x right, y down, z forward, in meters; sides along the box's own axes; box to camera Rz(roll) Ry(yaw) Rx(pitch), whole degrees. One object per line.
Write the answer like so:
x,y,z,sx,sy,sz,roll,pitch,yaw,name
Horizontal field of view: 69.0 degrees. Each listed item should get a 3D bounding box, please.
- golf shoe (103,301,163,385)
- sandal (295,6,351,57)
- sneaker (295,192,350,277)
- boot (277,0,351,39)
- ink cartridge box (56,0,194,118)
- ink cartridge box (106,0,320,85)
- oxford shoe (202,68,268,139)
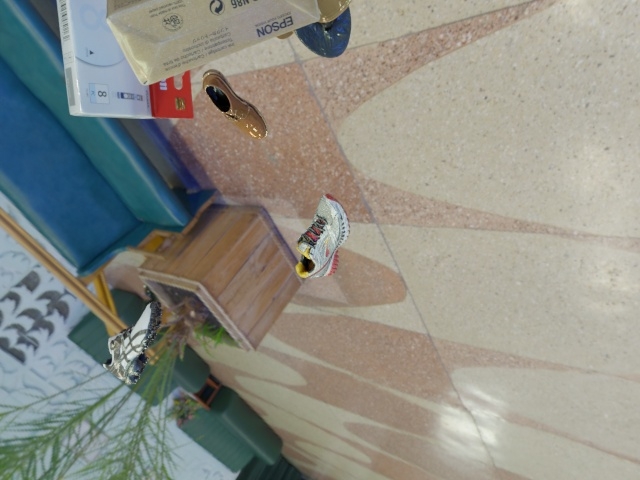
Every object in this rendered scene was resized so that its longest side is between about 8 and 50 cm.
-0.406,0.212,0.998,0.093,0.198,0.077,24,-171,-3,golf shoe
-0.022,-0.695,1.201,0.167,0.107,0.446,-14,119,1,sandal
0.000,0.000,1.027,0.088,0.092,0.226,46,137,40,sneaker
-0.010,-0.493,0.916,0.197,0.153,0.073,-8,143,35,boot
-0.521,-0.509,1.329,0.091,0.384,0.309,8,104,43,ink cartridge box
-0.142,-0.311,0.590,0.088,0.234,0.193,72,175,-46,ink cartridge box
-0.209,-0.312,1.134,0.076,0.076,0.212,-32,130,23,oxford shoe
